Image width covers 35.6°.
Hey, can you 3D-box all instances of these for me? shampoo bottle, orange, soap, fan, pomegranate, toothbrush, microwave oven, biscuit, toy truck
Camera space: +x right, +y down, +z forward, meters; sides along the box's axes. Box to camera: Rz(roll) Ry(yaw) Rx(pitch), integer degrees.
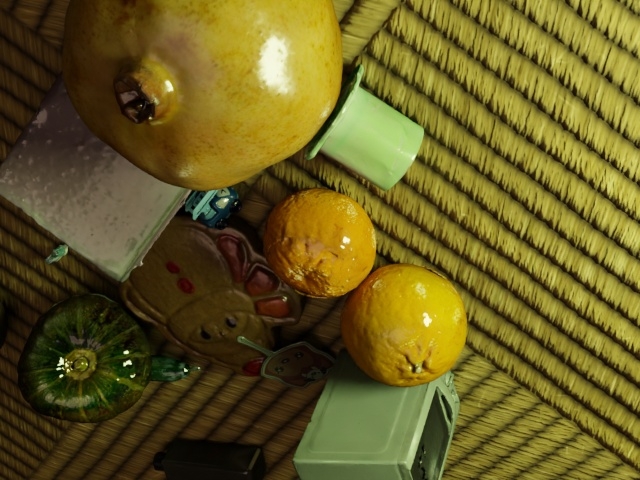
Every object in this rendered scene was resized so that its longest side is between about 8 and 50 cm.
[{"bbox_3d":[-0.244,0.485,2.149,0.246,0.080,0.079,0,122,20],"label":"shampoo bottle"},{"bbox_3d":[0.000,0.000,1.661,0.193,0.161,0.193,12,140,10],"label":"orange"},{"bbox_3d":[0.141,0.146,1.697,0.219,0.193,0.219,2,112,6],"label":"orange"},{"bbox_3d":[-0.357,-0.125,1.664,0.285,0.107,0.296,39,106,-1],"label":"soap"},{"bbox_3d":[-0.072,0.223,1.885,0.220,0.009,0.132,30,125,-33],"label":"fan"},{"bbox_3d":[-0.176,-0.266,1.397,0.417,0.416,0.416,10,127,14],"label":"pomegranate"},{"bbox_3d":[-0.434,-0.039,1.884,0.030,0.030,0.304,43,125,-12],"label":"toothbrush"},{"bbox_3d":[0.111,0.351,1.779,0.238,0.295,0.181,-5,122,24],"label":"microwave oven"},{"bbox_3d":[-0.201,0.105,1.876,0.359,0.074,0.381,-23,110,34],"label":"biscuit"},{"bbox_3d":[-0.168,-0.086,1.718,0.136,0.063,0.074,-52,136,3],"label":"toy truck"}]

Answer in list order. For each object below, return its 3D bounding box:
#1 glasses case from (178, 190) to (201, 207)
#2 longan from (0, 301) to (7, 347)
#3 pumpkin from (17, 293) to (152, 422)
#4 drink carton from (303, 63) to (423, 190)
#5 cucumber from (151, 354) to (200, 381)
[{"bbox_3d":[-0.303,-0.060,1.786,0.191,0.072,0.042,-17,110,30],"label":"glasses case"},{"bbox_3d":[-0.736,0.178,2.070,0.189,0.189,0.189,10,127,14],"label":"longan"},{"bbox_3d":[-0.457,0.240,1.964,0.260,0.260,0.189,24,171,3],"label":"pumpkin"},{"bbox_3d":[0.072,-0.159,1.536,0.142,0.144,0.146,32,129,-11],"label":"drink carton"},{"bbox_3d":[-0.358,0.263,2.050,0.250,0.056,0.056,3,125,22],"label":"cucumber"}]
